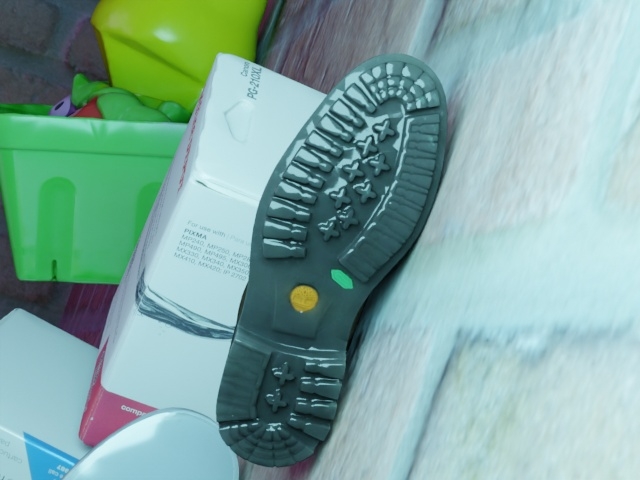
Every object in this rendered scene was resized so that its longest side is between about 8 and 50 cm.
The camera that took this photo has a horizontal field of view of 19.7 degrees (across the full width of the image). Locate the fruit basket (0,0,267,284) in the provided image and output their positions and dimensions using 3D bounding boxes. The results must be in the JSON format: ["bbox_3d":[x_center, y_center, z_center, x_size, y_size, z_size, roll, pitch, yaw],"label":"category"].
[{"bbox_3d":[-0.201,-0.148,1.900,0.392,0.282,0.392,-177,90,-81],"label":"fruit basket"}]

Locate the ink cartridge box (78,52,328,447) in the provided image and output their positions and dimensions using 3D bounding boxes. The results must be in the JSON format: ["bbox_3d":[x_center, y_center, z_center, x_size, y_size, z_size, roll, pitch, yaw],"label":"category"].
[{"bbox_3d":[-0.075,0.018,1.273,0.172,0.100,0.237,-84,17,-56],"label":"ink cartridge box"}]

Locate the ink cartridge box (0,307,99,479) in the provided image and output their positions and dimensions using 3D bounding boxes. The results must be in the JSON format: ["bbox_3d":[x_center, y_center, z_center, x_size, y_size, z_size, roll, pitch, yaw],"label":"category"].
[{"bbox_3d":[-0.224,0.209,1.377,0.233,0.171,0.168,-66,-6,22],"label":"ink cartridge box"}]

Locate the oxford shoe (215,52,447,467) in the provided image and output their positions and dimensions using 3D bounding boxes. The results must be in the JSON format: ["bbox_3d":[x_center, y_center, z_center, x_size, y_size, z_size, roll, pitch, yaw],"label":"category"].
[{"bbox_3d":[0.000,0.000,0.980,0.096,0.082,0.227,-87,21,-72],"label":"oxford shoe"}]

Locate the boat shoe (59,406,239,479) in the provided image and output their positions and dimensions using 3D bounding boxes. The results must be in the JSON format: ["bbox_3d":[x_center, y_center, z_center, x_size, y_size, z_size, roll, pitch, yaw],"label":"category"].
[{"bbox_3d":[-0.157,0.236,1.179,0.306,0.113,0.105,-62,11,2],"label":"boat shoe"}]
